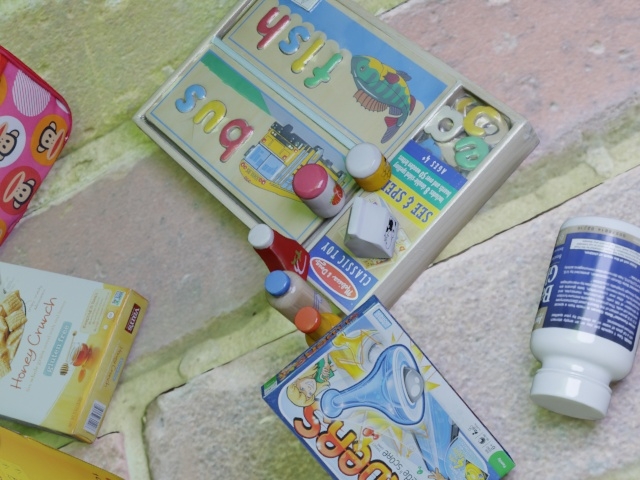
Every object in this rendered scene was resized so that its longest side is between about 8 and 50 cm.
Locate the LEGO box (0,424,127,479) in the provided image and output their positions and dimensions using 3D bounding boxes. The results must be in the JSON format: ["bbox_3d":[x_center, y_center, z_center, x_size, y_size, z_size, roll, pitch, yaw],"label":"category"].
[{"bbox_3d":[-0.142,0.397,0.967,0.193,0.372,0.500,-46,55,-1],"label":"LEGO box"}]

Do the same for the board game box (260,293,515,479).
[{"bbox_3d":[0.061,0.168,1.107,0.136,0.035,0.201,-40,101,4],"label":"board game box"}]

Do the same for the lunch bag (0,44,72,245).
[{"bbox_3d":[-0.447,-0.103,1.420,0.120,0.258,0.293,25,79,33],"label":"lunch bag"}]

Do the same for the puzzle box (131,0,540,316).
[{"bbox_3d":[0.000,-0.121,1.342,0.272,0.052,0.409,-49,56,-2],"label":"puzzle box"}]

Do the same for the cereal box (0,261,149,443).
[{"bbox_3d":[-0.327,0.119,1.383,0.240,0.047,0.173,9,70,28],"label":"cereal box"}]

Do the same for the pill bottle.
[{"bbox_3d":[0.243,0.071,1.108,0.094,0.094,0.169,8,70,28],"label":"pill bottle"}]

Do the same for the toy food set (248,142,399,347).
[{"bbox_3d":[0.000,0.000,1.190,0.111,0.104,0.232,2,68,26],"label":"toy food set"}]
